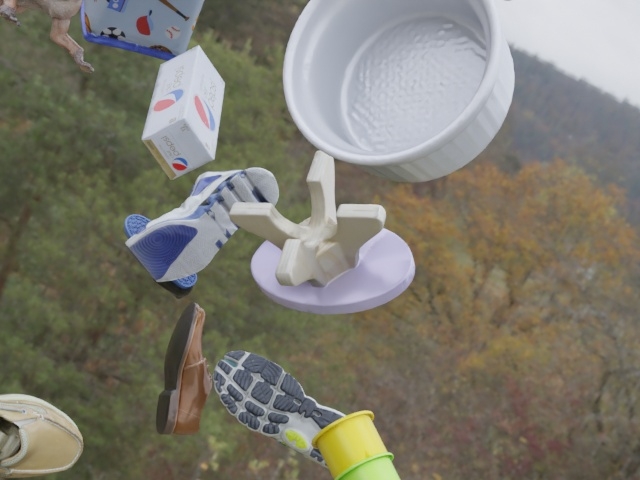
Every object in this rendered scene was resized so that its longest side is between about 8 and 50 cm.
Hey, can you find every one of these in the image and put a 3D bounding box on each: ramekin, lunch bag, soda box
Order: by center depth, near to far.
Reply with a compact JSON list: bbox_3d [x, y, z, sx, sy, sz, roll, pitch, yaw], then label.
[{"bbox_3d":[0.105,-0.205,1.233,0.277,0.277,0.135,33,1,30],"label":"ramekin"},{"bbox_3d":[-0.182,-0.176,1.344,0.074,0.069,0.216,56,18,-32],"label":"soda box"},{"bbox_3d":[-0.338,-0.591,1.910,0.239,0.327,0.385,12,39,-24],"label":"lunch bag"}]

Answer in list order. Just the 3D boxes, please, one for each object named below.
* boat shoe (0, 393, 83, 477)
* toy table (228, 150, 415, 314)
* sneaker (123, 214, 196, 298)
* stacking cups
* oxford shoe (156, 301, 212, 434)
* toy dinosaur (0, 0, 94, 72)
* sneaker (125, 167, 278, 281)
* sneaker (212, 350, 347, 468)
[{"bbox_3d":[-0.250,0.155,0.771,0.072,0.068,0.190,16,-7,38],"label":"boat shoe"},{"bbox_3d":[0.000,0.000,1.580,0.274,0.252,0.161,-8,-40,15],"label":"toy table"},{"bbox_3d":[-0.394,0.044,2.382,0.232,0.090,0.081,48,51,8],"label":"sneaker"},{"bbox_3d":[0.101,0.378,1.284,0.096,0.096,0.316,16,39,-59],"label":"stacking cups"},{"bbox_3d":[-0.206,0.205,1.586,0.076,0.212,0.076,11,-4,-26],"label":"oxford shoe"},{"bbox_3d":[-0.350,-0.344,1.259,0.296,0.200,0.127,16,-14,20],"label":"toy dinosaur"},{"bbox_3d":[-0.238,-0.045,2.011,0.127,0.316,0.182,58,-8,-18],"label":"sneaker"},{"bbox_3d":[-0.055,0.280,1.565,0.275,0.107,0.110,37,-19,2],"label":"sneaker"}]
